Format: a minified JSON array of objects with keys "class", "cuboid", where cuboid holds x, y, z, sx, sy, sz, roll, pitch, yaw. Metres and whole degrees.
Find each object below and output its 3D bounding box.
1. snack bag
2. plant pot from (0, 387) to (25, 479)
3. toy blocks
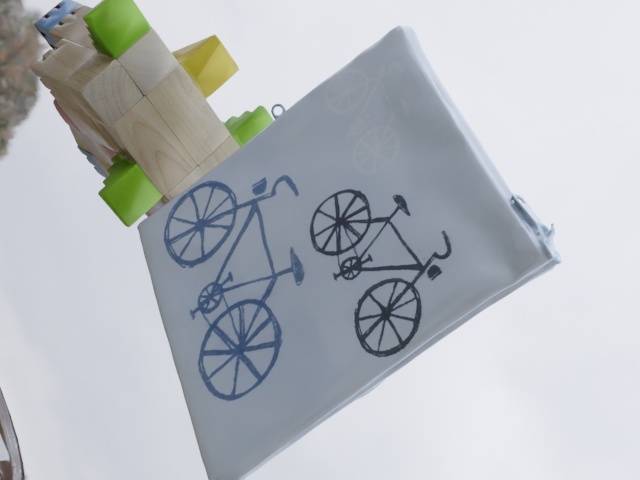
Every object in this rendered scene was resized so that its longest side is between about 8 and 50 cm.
[{"class":"snack bag","cuboid":[0.000,0.000,0.912,0.037,0.342,0.323,39,20,-45]},{"class":"plant pot","cuboid":[-0.235,0.094,0.383,0.215,0.230,0.215,158,-90,-81]},{"class":"toy blocks","cuboid":[-0.195,-0.114,1.193,0.261,0.191,0.381,28,-22,52]}]
